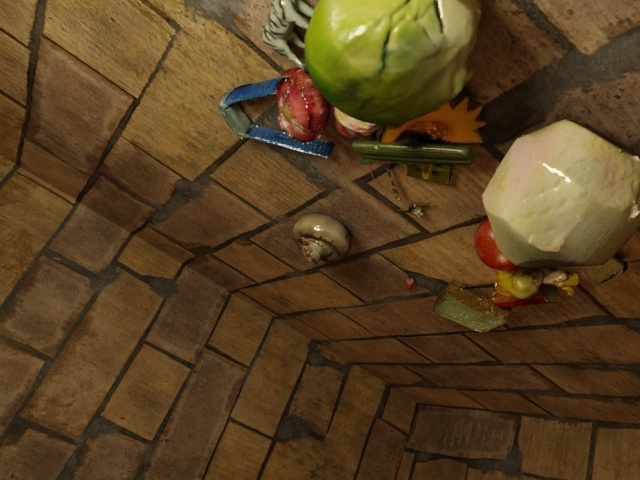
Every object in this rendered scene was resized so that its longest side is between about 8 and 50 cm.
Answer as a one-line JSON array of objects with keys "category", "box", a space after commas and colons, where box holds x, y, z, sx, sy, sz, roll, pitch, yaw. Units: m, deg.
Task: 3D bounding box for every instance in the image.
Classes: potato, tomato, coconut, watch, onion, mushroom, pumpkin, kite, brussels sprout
[{"category": "potato", "box": [0.796, 0.058, 1.469, 0.103, 0.066, 0.096, 39, 128, -11]}, {"category": "tomato", "box": [0.523, 0.009, 1.498, 0.167, 0.167, 0.167, 19, 154, 10]}, {"category": "coconut", "box": [0.537, -0.081, 1.152, 0.352, 0.353, 0.353, 19, 154, 10]}, {"category": "watch", "box": [-0.135, -0.341, 1.500, 0.274, 0.068, 0.276, -1, 145, 33]}, {"category": "onion", "box": [-0.030, -0.337, 1.274, 0.184, 0.147, 0.184, 58, 160, 36]}, {"category": "mushroom", "box": [0.000, 0.000, 1.896, 0.226, 0.178, 0.226, 20, 145, 15]}, {"category": "pumpkin", "box": [0.251, -0.306, 1.205, 0.253, 0.149, 0.131, -3, 127, -10]}, {"category": "kite", "box": [0.195, -0.206, 1.492, 0.198, 0.006, 0.244, 14, 147, 44]}, {"category": "brussels sprout", "box": [0.131, -0.380, 0.990, 0.343, 0.268, 0.344, -1, 153, 0]}]

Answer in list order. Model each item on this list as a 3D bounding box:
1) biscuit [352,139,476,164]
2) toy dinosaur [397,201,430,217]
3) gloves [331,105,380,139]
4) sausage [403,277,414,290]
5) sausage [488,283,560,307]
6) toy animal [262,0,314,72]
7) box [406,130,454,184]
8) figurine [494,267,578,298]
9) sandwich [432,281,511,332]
[{"category": "biscuit", "box": [0.236, -0.223, 1.325, 0.322, 0.038, 0.099, 10, 175, 30]}, {"category": "toy dinosaur", "box": [0.306, -0.098, 1.612, 0.058, 0.037, 0.180, 28, 155, -19]}, {"category": "gloves", "box": [0.091, -0.318, 1.283, 0.145, 0.126, 0.241, 19, 148, 3]}, {"category": "sausage", "box": [0.359, 0.177, 2.097, 0.034, 0.034, 0.083, 19, 153, 9]}, {"category": "sausage", "box": [0.692, 0.195, 1.802, 0.083, 0.083, 0.264, 34, 154, -20]}, {"category": "toy animal", "box": [-0.058, -0.489, 1.124, 0.169, 0.090, 0.255, 22, 153, 13]}, {"category": "box", "box": [0.294, -0.228, 1.383, 0.121, 0.030, 0.193, 16, 153, 17]}, {"category": "figurine", "box": [0.680, 0.122, 1.638, 0.246, 0.131, 0.156, 2, 179, 22]}, {"category": "sandwich", "box": [0.582, 0.264, 2.014, 0.251, 0.087, 0.226, 24, 153, 6]}]
